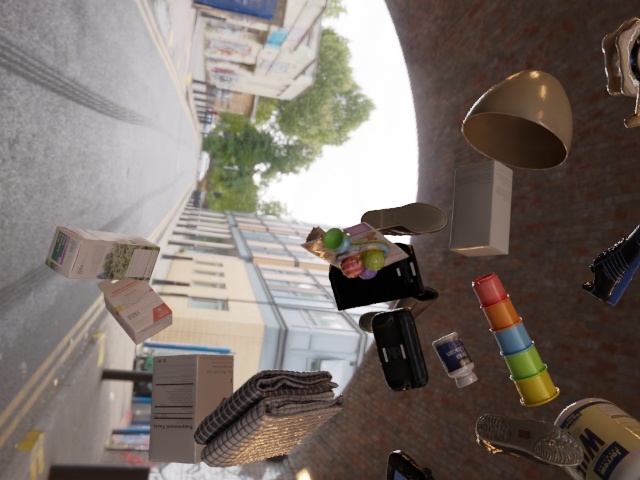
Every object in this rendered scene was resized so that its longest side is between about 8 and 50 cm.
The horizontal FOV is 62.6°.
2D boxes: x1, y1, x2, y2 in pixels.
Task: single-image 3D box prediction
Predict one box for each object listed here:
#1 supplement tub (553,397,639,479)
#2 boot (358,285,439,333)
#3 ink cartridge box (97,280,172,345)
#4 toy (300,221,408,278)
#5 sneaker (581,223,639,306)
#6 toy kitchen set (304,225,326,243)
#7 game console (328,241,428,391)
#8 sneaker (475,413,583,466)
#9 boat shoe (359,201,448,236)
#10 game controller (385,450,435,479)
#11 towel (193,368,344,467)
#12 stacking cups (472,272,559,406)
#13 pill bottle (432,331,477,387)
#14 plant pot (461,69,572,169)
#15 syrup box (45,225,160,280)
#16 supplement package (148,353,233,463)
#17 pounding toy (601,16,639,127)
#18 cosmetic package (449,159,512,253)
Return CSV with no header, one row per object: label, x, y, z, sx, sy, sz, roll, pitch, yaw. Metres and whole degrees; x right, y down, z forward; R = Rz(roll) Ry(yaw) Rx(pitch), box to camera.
supplement tub,0.783,0.581,1.352,0.325,0.236,0.235,-135,-127,-73
boot,0.220,0.200,1.517,0.208,0.190,0.076,112,-30,-63
ink cartridge box,-0.510,0.175,1.443,0.198,0.115,0.067,42,-39,23
toy,0.078,0.039,1.045,0.237,0.137,0.056,35,40,-54
sneaker,0.697,0.044,1.234,0.090,0.081,0.232,30,-59,29
toy kitchen set,0.000,0.000,1.905,0.068,0.075,0.083,-7,-131,53
game console,0.155,0.191,1.261,0.044,0.213,0.361,-30,106,-70
sneaker,0.464,0.455,1.187,0.118,0.222,0.083,69,39,-54
boat shoe,0.304,-0.070,1.880,0.335,0.095,0.112,0,-101,34
game controller,0.268,0.773,1.605,0.067,0.167,0.319,-37,138,-41
towel,-0.110,0.389,1.188,0.235,0.284,0.121,-46,-123,24
stacking cups,0.457,0.234,1.271,0.316,0.096,0.096,64,-19,6
pill bottle,0.456,0.402,1.771,0.169,0.094,0.094,64,-23,15
plant pot,0.556,-0.346,1.432,0.190,0.284,0.284,-65,-170,-9
syrup box,-0.502,0.034,1.234,0.237,0.096,0.093,10,101,-61
supplement package,-0.373,0.486,1.548,0.177,0.175,0.292,24,61,-60
pounding toy,0.848,-0.439,1.352,0.155,0.154,0.269,-98,171,-74
cosmetic package,0.663,-0.127,2.175,0.197,0.155,0.365,-5,-107,48
